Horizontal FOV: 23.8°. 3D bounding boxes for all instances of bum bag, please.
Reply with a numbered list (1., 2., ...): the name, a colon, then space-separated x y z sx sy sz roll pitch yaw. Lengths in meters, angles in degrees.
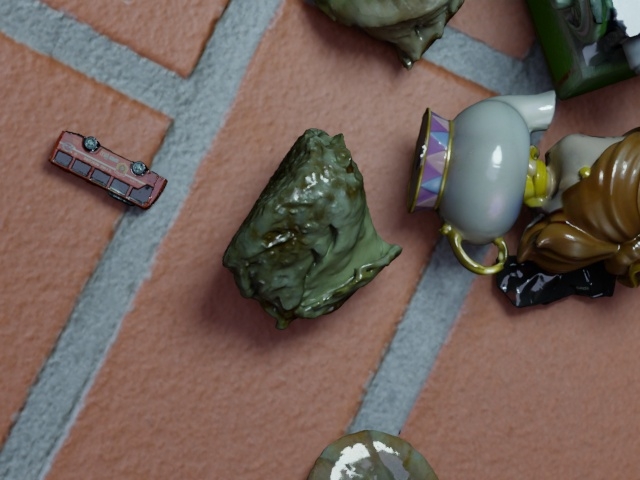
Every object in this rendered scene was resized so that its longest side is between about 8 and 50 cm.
1. bum bag: 0.229 0.033 1.460 0.124 0.034 0.058 -10 72 -6

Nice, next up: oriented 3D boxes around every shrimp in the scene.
1. shrimp: 0.063 0.303 1.414 0.145 0.059 0.254 -11 81 -15

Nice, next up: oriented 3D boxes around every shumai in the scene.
1. shumai: 0.002 -0.002 1.374 0.142 0.184 0.184 34 83 -7
2. shumai: 0.093 -0.265 1.434 0.201 0.120 0.201 -14 66 35

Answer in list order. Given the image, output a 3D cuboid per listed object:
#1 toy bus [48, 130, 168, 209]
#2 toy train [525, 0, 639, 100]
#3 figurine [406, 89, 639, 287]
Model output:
1. toy bus: -0.201 -0.066 1.435 0.110 0.031 0.043 27 86 0
2. toy train: 0.259 -0.287 1.382 0.173 0.249 0.307 -18 86 -3
3. figurine: 0.216 -0.048 1.412 0.263 0.142 0.189 12 81 -1
